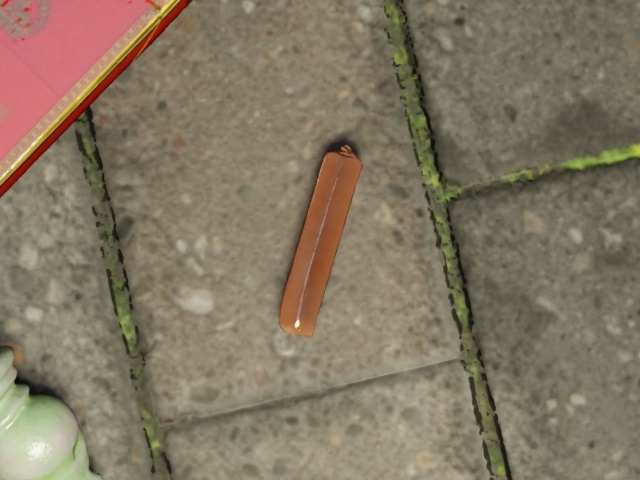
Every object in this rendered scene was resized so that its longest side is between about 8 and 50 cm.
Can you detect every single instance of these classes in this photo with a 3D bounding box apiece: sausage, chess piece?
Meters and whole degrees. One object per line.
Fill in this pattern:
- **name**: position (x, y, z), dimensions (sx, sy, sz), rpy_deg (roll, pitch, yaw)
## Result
- **sausage**: position (-0.001, 0.000, 1.284), dimensions (0.030, 0.035, 0.147), rpy_deg (17, 84, -1)
- **chess piece**: position (-0.257, 0.092, 1.223), dimensions (0.272, 0.139, 0.139), rpy_deg (42, 84, -13)

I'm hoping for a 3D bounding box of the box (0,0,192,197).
- **box**: position (-0.226, -0.150, 1.256), dimensions (0.153, 0.074, 0.240), rpy_deg (43, 85, 2)
